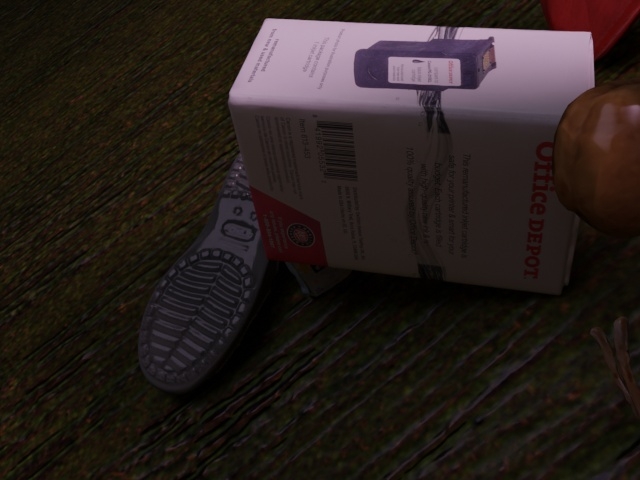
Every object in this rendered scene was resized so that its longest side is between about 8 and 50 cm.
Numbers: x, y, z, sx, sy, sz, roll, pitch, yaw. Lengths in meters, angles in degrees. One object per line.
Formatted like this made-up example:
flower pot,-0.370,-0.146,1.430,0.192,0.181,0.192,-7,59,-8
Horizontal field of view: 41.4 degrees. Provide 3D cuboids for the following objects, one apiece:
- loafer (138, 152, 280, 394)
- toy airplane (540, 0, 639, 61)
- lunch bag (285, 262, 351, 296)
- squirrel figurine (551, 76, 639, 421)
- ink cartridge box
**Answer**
loafer,-0.076,0.030,0.781,0.094,0.087,0.251,25,76,20
toy airplane,0.258,-0.374,0.647,0.272,0.386,0.385,27,82,24
lunch bag,0.000,0.000,0.750,0.053,0.071,0.083,8,52,38
squirrel figurine,0.295,-0.039,0.380,0.396,0.371,0.281,-25,30,-28
ink cartridge box,0.071,-0.061,0.623,0.237,0.172,0.100,6,50,14
